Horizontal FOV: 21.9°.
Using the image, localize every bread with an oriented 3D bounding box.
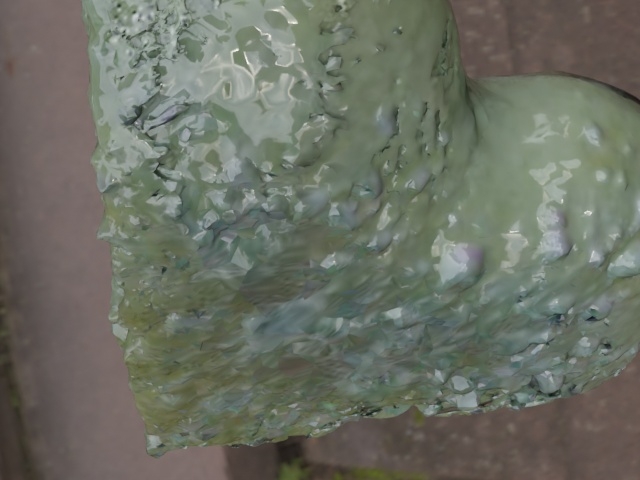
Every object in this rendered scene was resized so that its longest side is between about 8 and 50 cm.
[{"bbox_3d":[0.000,0.000,0.456,0.172,0.232,0.064,-35,45,27],"label":"bread"}]
